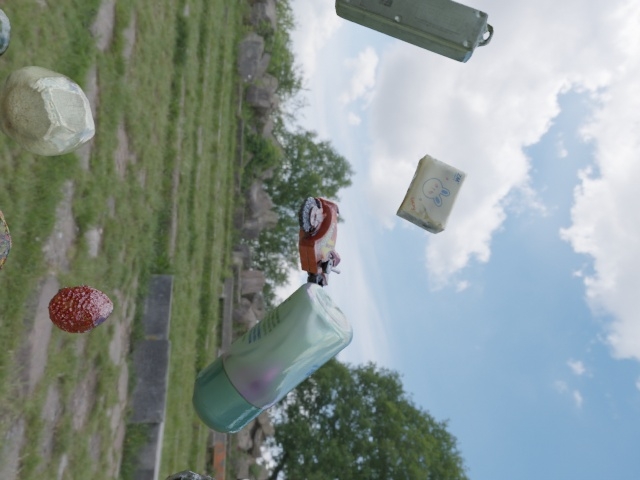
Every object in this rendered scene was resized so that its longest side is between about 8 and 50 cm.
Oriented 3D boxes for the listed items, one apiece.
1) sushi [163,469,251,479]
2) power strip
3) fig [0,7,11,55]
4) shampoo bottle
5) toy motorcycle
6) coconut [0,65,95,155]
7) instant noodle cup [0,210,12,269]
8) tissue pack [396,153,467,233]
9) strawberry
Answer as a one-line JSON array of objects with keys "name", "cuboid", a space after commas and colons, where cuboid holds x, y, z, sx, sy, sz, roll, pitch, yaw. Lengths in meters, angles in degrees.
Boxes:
[{"name": "sushi", "cuboid": [-0.136, 0.480, 0.811, 0.130, 0.332, 0.124, 81, 19, -64]}, {"name": "power strip", "cuboid": [0.148, -0.372, 0.778, 0.052, 0.272, 0.078, 48, 65, -85]}, {"name": "fig", "cuboid": [-0.553, -0.352, 0.764, 0.178, 0.117, 0.117, 6, -87, 33]}, {"name": "shampoo bottle", "cuboid": [-0.107, 0.245, 0.948, 0.349, 0.151, 0.222, -40, -179, 7]}, {"name": "toy motorcycle", "cuboid": [-0.002, 0.001, 1.187, 0.171, 0.089, 0.298, -67, 158, -47]}, {"name": "coconut", "cuboid": [-0.648, -0.304, 1.118, 0.224, 0.224, 0.224, -176, -90, -76]}, {"name": "instant noodle cup", "cuboid": [-0.797, -0.018, 0.969, 0.190, 0.251, 0.251, 22, -71, 47]}, {"name": "tissue pack", "cuboid": [0.333, -0.138, 1.413, 0.092, 0.148, 0.196, 136, -21, -77]}, {"name": "strawberry", "cuboid": [-0.569, 0.172, 1.134, 0.131, 0.148, 0.131, -49, 158, -28]}]
